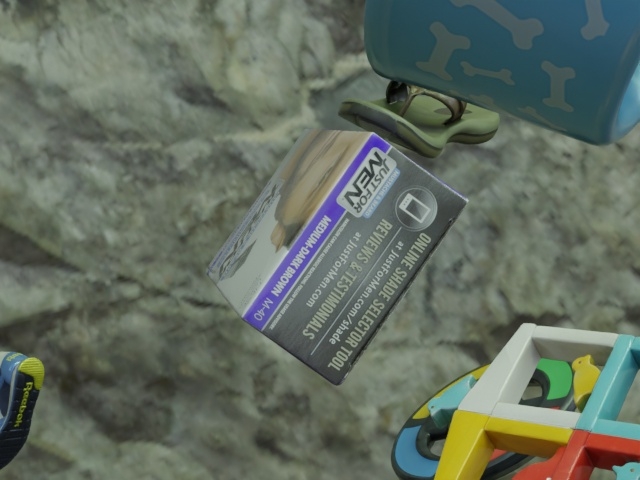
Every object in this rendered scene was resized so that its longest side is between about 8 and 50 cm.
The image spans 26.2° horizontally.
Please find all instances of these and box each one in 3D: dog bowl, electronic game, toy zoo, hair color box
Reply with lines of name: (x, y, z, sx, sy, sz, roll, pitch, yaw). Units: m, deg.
dog bowl: (0.127, -0.143, 0.432, 0.297, 0.074, 0.166, -47, -17, -33)
electronic game: (0.179, 0.193, 1.491, 0.229, 0.229, 0.048, -31, -74, -1)
toy zoo: (0.206, 0.151, 1.036, 0.192, 0.293, 0.030, -58, -47, -31)
hair color box: (0.000, 0.000, 1.241, 0.110, 0.339, 0.185, 35, -92, -12)

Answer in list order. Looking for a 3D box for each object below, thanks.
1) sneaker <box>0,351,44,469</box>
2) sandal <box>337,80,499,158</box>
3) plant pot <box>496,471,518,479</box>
sneaker: (-0.357, 0.190, 1.538, 0.053, 0.059, 0.144, 15, -84, -60)
sandal: (0.117, -0.157, 1.552, 0.303, 0.120, 0.086, -18, -49, -61)
plant pot: (0.202, 0.309, 1.395, 0.109, 0.096, 0.109, -14, -77, -39)
